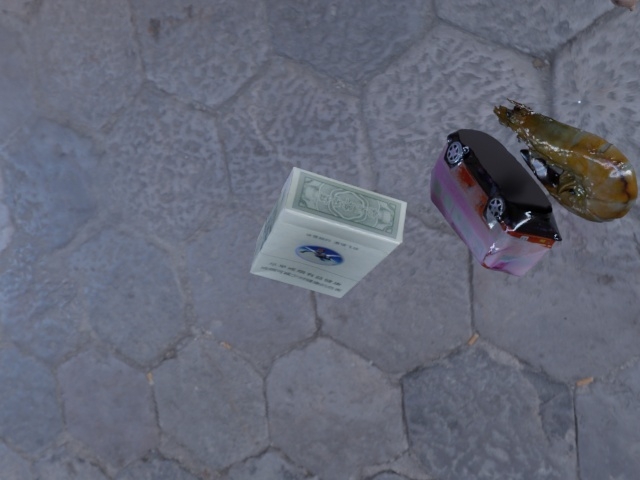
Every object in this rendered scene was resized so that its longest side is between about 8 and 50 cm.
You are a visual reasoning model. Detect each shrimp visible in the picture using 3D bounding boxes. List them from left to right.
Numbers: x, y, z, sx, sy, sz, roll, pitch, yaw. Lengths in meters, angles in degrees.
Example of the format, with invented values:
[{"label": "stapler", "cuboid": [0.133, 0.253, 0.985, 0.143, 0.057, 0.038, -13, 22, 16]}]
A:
[{"label": "shrimp", "cuboid": [0.394, -0.132, 1.011, 0.287, 0.063, 0.152, 46, 155, 37]}]

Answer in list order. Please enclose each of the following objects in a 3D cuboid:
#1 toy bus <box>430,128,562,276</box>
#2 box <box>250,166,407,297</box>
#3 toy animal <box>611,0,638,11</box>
[{"label": "toy bus", "cuboid": [0.313, -0.077, 1.140, 0.147, 0.128, 0.302, -64, 32, 32]}, {"label": "box", "cuboid": [0.000, 0.000, 0.902, 0.164, 0.069, 0.256, 16, 155, -11]}, {"label": "toy animal", "cuboid": [0.669, -0.574, 1.340, 0.083, 0.089, 0.150, 12, 154, 51]}]
